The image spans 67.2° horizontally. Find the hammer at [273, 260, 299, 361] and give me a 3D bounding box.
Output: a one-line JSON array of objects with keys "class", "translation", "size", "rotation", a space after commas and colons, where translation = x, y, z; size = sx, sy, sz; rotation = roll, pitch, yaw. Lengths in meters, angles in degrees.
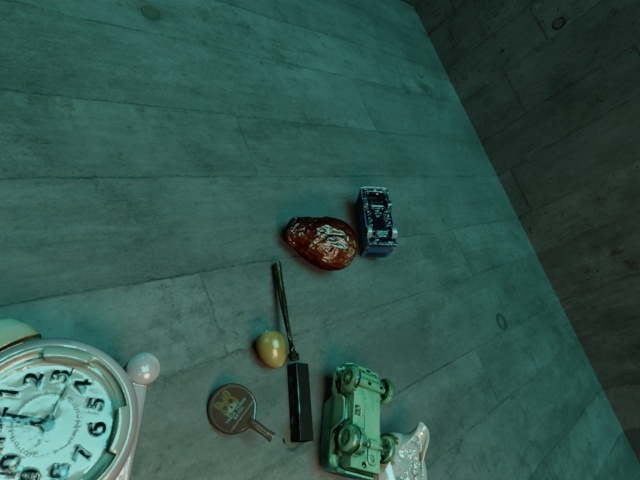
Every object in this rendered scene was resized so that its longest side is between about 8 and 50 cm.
[{"class": "hammer", "translation": [-0.097, 0.184, 1.311], "size": [0.026, 0.125, 0.298], "rotation": [-10, 59, -7]}]

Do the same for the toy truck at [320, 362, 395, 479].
[{"class": "toy truck", "translation": [0.092, 0.468, 1.259], "size": [0.154, 0.156, 0.279], "rotation": [29, 48, -29]}]

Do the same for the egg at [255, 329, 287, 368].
[{"class": "egg", "translation": [-0.124, 0.277, 1.225], "size": [0.080, 0.080, 0.097], "rotation": [2, 69, -43]}]

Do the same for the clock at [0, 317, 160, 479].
[{"class": "clock", "translation": [-0.469, 0.313, 0.801], "size": [0.325, 0.184, 0.343], "rotation": [20, 48, -30]}]

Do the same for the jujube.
[{"class": "jujube", "translation": [0.000, 0.000, 1.474], "size": [0.236, 0.168, 0.168], "rotation": [18, 53, -18]}]

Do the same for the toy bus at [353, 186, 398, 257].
[{"class": "toy bus", "translation": [0.190, -0.063, 1.698], "size": [0.115, 0.134, 0.234], "rotation": [1, 61, -10]}]

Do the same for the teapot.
[{"class": "teapot", "translation": [0.211, 0.632, 1.288], "size": [0.204, 0.139, 0.298], "rotation": [42, 43, -21]}]

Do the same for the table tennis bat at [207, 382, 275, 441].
[{"class": "table tennis bat", "translation": [-0.183, 0.416, 1.138], "size": [0.169, 0.119, 0.108], "rotation": [34, 69, 7]}]

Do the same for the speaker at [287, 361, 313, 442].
[{"class": "speaker", "translation": [-0.052, 0.415, 1.239], "size": [0.046, 0.040, 0.191], "rotation": [18, 54, -37]}]
